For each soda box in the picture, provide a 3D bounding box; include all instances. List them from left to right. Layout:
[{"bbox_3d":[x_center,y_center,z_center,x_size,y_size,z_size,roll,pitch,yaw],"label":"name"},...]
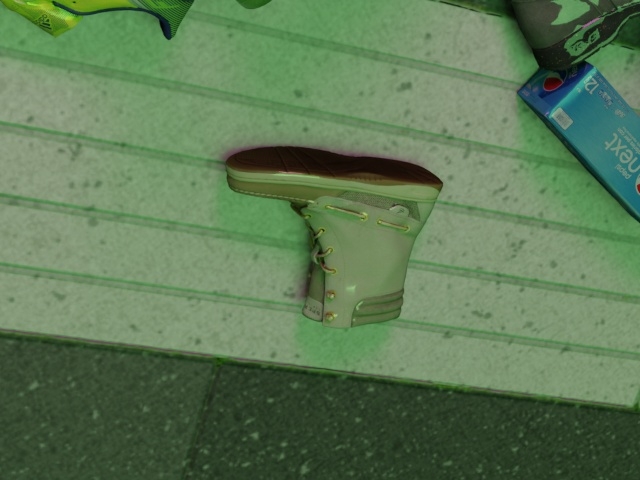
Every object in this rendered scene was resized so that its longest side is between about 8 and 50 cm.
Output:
[{"bbox_3d":[0.291,-0.093,1.291,0.067,0.071,0.210,-45,119,6],"label":"soda box"}]

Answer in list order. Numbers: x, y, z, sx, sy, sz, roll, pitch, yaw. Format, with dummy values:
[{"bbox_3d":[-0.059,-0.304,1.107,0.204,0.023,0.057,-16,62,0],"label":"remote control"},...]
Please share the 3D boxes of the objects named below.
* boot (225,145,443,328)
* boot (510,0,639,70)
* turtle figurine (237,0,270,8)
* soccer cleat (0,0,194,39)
[{"bbox_3d":[0.000,0.000,1.238,0.213,0.077,0.165,5,114,-23],"label":"boot"},{"bbox_3d":[0.266,-0.281,1.196,0.246,0.083,0.161,-34,114,-2],"label":"boot"},{"bbox_3d":[-0.089,-0.316,0.925,0.198,0.266,0.275,-21,149,-41],"label":"turtle figurine"},{"bbox_3d":[-0.238,-0.221,1.050,0.289,0.093,0.121,5,118,-20],"label":"soccer cleat"}]
